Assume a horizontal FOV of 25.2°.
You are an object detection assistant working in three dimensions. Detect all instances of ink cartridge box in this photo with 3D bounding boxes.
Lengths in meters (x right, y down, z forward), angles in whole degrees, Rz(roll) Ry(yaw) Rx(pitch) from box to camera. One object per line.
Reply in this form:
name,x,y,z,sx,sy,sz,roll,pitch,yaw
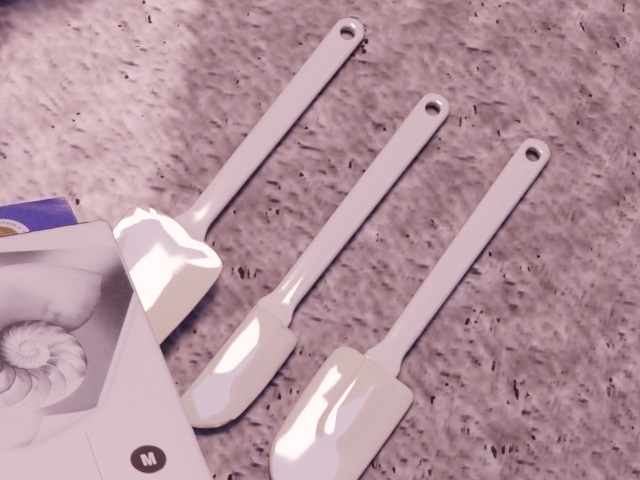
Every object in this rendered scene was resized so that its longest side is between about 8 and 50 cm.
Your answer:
ink cartridge box,-0.181,0.054,0.595,0.223,0.045,0.224,-11,46,-22

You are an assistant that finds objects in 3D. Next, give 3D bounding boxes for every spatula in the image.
spatula,0.000,0.000,0.723,0.168,0.019,0.242,35,69,6
